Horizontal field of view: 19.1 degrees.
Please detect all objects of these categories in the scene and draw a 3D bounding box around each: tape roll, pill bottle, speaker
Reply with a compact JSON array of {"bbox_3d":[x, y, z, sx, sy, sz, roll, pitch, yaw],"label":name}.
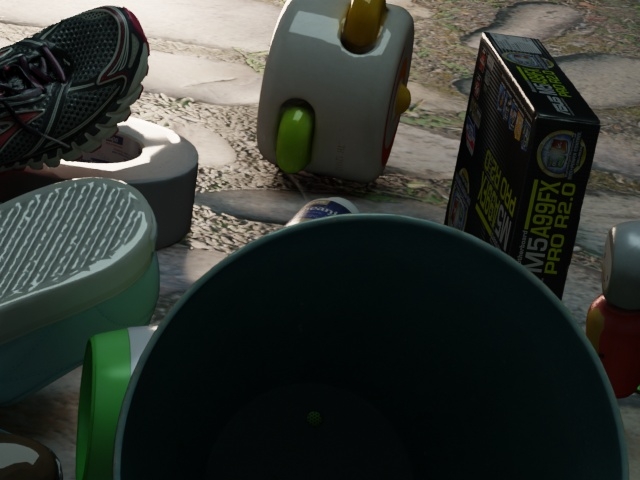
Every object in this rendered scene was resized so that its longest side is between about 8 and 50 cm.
[{"bbox_3d":[-0.226,-0.060,1.801,0.219,0.072,0.219,8,20,-3],"label":"tape roll"},{"bbox_3d":[0.000,0.000,1.741,0.067,0.067,0.120,13,21,12],"label":"pill bottle"},{"bbox_3d":[-0.013,0.128,1.299,0.297,0.131,0.131,5,21,-11],"label":"speaker"}]

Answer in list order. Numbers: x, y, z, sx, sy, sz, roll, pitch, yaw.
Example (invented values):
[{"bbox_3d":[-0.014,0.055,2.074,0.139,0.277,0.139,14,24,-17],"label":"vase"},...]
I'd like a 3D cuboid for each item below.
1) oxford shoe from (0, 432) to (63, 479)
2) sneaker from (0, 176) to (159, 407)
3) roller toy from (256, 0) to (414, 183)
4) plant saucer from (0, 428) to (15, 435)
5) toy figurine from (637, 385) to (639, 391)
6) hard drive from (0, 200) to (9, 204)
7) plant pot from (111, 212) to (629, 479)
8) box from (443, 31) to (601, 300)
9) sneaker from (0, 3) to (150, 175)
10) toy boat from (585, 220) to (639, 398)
[{"bbox_3d":[-0.266,0.147,1.174,0.227,0.096,0.083,-3,56,-23],"label":"oxford shoe"},{"bbox_3d":[-0.280,0.085,1.354,0.366,0.150,0.135,-17,47,-10],"label":"sneaker"},{"bbox_3d":[0.024,-0.164,2.002,0.146,0.209,0.191,12,0,7],"label":"roller toy"},{"bbox_3d":[-0.250,0.157,1.285,0.119,0.021,0.119,7,21,-3],"label":"plant saucer"},{"bbox_3d":[0.353,0.084,1.652,0.173,0.130,0.159,-10,-1,22],"label":"toy figurine"},{"bbox_3d":[-0.348,0.002,1.498,0.339,0.064,0.237,1,3,-29],"label":"hard drive"},{"bbox_3d":[0.012,0.145,1.134,0.290,0.290,0.195,5,-12,-11],"label":"plant pot"},{"bbox_3d":[0.177,-0.052,1.741,0.060,0.216,0.270,7,21,-9],"label":"box"},{"bbox_3d":[-0.283,-0.111,1.658,0.299,0.112,0.121,-33,62,-3],"label":"sneaker"},{"bbox_3d":[0.312,0.114,1.392,0.267,0.148,0.318,-21,42,-34],"label":"toy boat"}]
